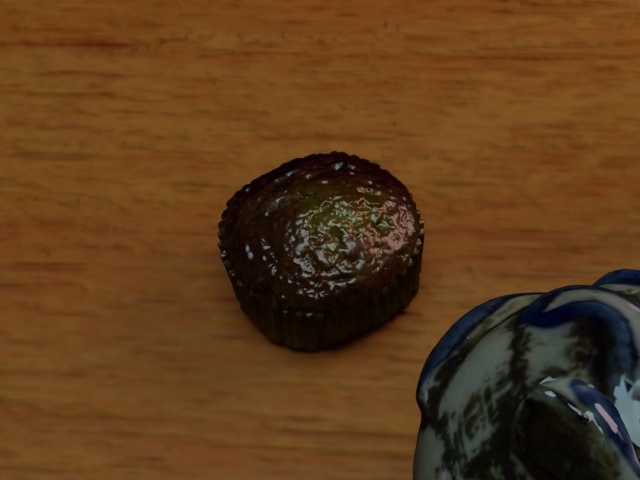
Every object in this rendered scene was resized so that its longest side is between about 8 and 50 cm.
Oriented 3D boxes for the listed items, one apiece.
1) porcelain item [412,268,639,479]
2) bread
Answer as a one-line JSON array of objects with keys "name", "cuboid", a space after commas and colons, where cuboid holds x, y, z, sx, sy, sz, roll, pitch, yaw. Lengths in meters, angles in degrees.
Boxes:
[{"name": "porcelain item", "cuboid": [0.159, 0.119, 0.530, 0.288, 0.138, 0.186, 40, 34, 27]}, {"name": "bread", "cuboid": [0.000, 0.000, 0.679, 0.085, 0.053, 0.085, -3, 52, 4]}]
